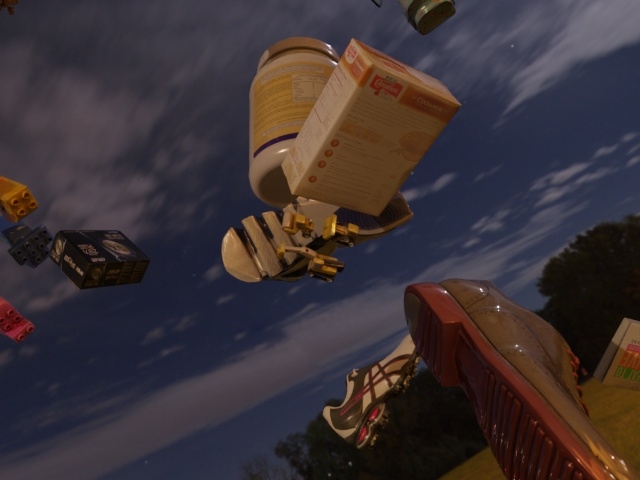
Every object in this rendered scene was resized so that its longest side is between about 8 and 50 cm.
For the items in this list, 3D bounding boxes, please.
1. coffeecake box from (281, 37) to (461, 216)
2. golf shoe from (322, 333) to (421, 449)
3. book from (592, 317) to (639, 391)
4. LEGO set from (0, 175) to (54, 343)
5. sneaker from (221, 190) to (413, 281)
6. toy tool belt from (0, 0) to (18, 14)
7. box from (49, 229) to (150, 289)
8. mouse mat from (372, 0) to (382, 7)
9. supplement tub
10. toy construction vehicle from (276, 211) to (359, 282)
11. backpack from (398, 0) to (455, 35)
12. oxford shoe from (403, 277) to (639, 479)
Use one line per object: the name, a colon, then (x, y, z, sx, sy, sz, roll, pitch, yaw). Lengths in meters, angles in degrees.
coffeecake box: (0.058, -0.131, 0.615, 0.142, 0.068, 0.185, 12, -52, -32)
golf shoe: (0.118, 0.281, 0.996, 0.273, 0.120, 0.105, -50, -25, -25)
book: (0.643, 0.236, 1.010, 0.096, 0.035, 0.144, 14, -73, -6)
LEGO set: (-0.275, -0.009, 0.399, 0.087, 0.093, 0.227, -53, -31, -34)
sneaker: (-0.014, -0.017, 0.854, 0.315, 0.127, 0.182, -23, -8, -8)
toy tool belt: (-0.334, -0.252, 0.496, 0.052, 0.051, 0.083, 4, 11, 0)
box: (-0.552, 0.043, 1.231, 0.180, 0.147, 0.078, -1, -56, -60)
mouse mat: (0.015, -0.382, 0.641, 0.007, 0.189, 0.153, -39, 17, 26)
supplement tub: (-0.039, -0.256, 1.093, 0.241, 0.331, 0.241, -3, -27, -1)
toy construction vehicle: (0.000, 0.000, 0.590, 0.098, 0.086, 0.035, 19, -35, -13)
backpack: (0.351, -0.792, 1.624, 0.165, 0.144, 0.188, -29, -24, 23)
oxford shoe: (0.210, 0.138, 0.467, 0.130, 0.348, 0.123, -14, -53, -13)
